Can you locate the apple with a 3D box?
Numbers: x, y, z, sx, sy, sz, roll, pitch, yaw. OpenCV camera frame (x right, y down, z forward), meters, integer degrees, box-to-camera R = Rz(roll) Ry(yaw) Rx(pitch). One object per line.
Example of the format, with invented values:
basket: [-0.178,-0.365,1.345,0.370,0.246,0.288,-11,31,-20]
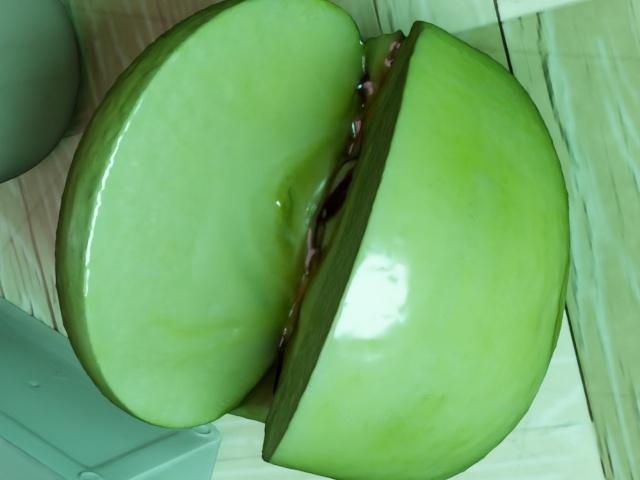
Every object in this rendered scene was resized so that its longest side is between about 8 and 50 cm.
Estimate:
apple: [0.000,0.000,0.934,0.292,0.292,0.254,17,86,29]

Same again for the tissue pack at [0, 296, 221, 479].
tissue pack: [-0.218,0.157,1.186,0.246,0.159,0.136,28,113,26]

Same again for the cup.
cup: [-0.313,-0.114,1.157,0.253,0.200,0.191,2,102,32]
